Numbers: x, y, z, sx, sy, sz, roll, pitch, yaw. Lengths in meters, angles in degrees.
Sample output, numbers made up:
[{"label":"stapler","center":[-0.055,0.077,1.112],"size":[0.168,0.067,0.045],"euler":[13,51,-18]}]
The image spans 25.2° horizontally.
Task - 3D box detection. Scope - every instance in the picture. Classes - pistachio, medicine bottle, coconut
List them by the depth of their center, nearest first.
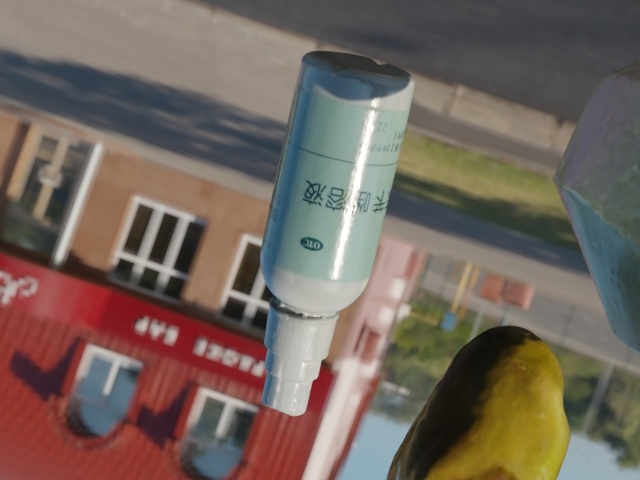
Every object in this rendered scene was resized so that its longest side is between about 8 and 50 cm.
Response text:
[{"label":"coconut","center":[0.294,-0.019,1.005],"size":[0.259,0.259,0.259],"euler":[19,178,1]},{"label":"pistachio","center":[0.114,0.155,1.049],"size":[0.100,0.189,0.110],"euler":[34,161,-21]},{"label":"medicine bottle","center":[0.000,0.000,1.373],"size":[0.110,0.351,0.110],"euler":[12,-165,-3]}]
